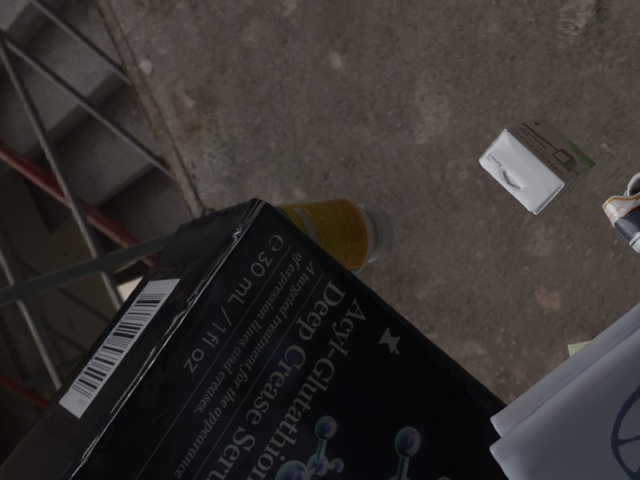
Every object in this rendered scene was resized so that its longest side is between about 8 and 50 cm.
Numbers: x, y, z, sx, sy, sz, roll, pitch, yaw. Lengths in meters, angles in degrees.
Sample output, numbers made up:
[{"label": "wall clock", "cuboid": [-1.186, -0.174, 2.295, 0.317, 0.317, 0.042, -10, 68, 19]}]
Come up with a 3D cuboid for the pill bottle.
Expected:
[{"label": "pill bottle", "cuboid": [0.000, 0.000, 1.000, 0.118, 0.209, 0.117, 14, 108, 48]}]

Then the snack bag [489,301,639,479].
[{"label": "snack bag", "cuboid": [0.331, 0.153, 0.490, 0.323, 0.037, 0.342, -40, 103, 0]}]

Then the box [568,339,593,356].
[{"label": "box", "cuboid": [0.732, 0.345, 1.671, 0.214, 0.117, 0.242, -19, 72, 31]}]

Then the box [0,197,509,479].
[{"label": "box", "cuboid": [-0.029, 0.205, 0.655, 0.395, 0.293, 0.212, 40, 158, -20]}]

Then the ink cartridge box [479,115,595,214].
[{"label": "ink cartridge box", "cuboid": [0.554, -0.198, 1.796, 0.198, 0.273, 0.114, 46, 126, 14]}]

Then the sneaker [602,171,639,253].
[{"label": "sneaker", "cuboid": [0.697, -0.103, 1.394, 0.127, 0.321, 0.126, 52, 154, 23]}]
